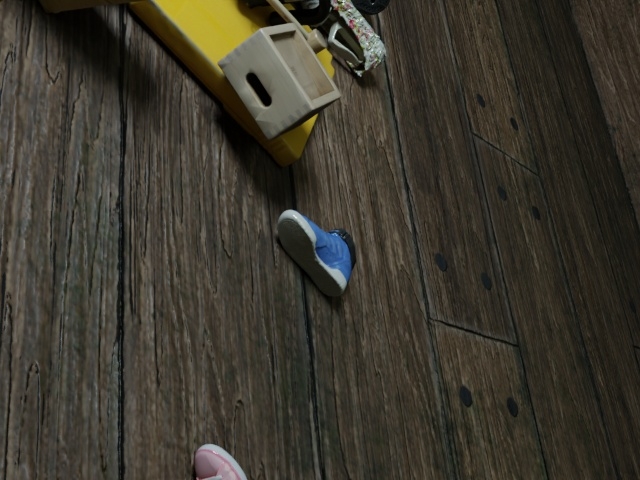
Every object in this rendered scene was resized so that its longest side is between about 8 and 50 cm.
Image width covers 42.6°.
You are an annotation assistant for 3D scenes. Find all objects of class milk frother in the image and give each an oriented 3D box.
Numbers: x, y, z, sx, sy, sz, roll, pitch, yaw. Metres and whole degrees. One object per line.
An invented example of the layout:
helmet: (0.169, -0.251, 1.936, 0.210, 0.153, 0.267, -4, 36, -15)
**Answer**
milk frother: (-0.043, -0.412, 1.248, 0.129, 0.134, 0.143, 71, 17, -64)

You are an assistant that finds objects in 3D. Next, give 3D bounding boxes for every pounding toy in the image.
pounding toy: (-0.060, -0.255, 1.177, 0.181, 0.094, 0.206, 56, 26, -4)

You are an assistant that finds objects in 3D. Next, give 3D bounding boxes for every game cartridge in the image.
game cartridge: (-0.115, -0.309, 1.255, 0.324, 0.052, 0.285, 48, 38, -25)

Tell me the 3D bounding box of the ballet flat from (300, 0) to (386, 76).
ballet flat: (0.026, -0.390, 1.456, 0.241, 0.091, 0.077, 42, 62, -21)

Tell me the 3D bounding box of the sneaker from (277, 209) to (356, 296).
sneaker: (-0.001, 0.000, 1.187, 0.152, 0.058, 0.085, 52, 42, -22)

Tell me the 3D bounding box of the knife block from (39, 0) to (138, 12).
knife block: (-0.290, -0.387, 0.922, 0.242, 0.275, 0.088, 72, 22, -45)

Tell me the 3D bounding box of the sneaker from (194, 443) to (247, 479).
sneaker: (-0.108, 0.290, 0.877, 0.070, 0.051, 0.134, -29, 96, -60)

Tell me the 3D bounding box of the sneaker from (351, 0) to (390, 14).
sneaker: (0.021, -0.511, 1.525, 0.227, 0.087, 0.130, 13, 40, -34)
